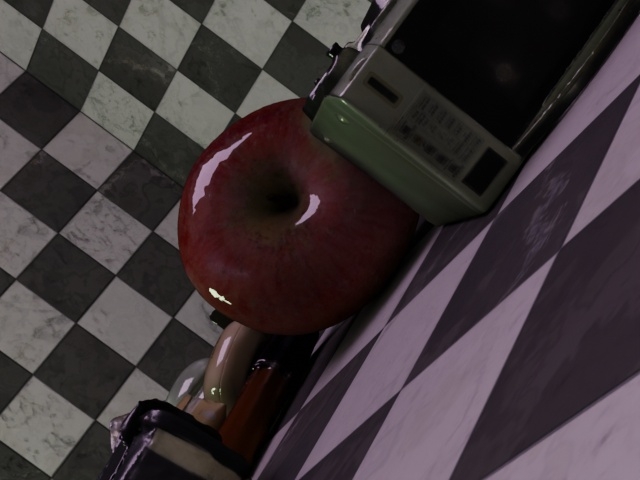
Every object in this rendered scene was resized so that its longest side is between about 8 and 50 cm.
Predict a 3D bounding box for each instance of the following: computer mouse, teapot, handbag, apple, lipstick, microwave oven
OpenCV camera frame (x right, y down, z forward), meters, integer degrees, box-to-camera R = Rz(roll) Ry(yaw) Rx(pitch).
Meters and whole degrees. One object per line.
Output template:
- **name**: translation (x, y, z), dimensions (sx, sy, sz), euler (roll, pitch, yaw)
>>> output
- **computer mouse**: translation (-0.131, 0.214, 1.925), dimensions (0.236, 0.082, 0.145), euler (80, -153, -63)
- **teapot**: translation (-0.197, 0.297, 2.066), dimensions (0.220, 0.149, 0.318), euler (-55, 1, 2)
- **handbag**: translation (-0.174, 0.295, 1.407), dimensions (0.181, 0.181, 0.254), euler (-62, 6, -18)
- **apple**: translation (-0.027, -0.031, 1.698), dimensions (0.345, 0.345, 0.269), euler (-54, -15, -3)
- **lipstick**: translation (-0.087, 0.233, 1.763), dimensions (0.077, 0.077, 0.418), euler (-52, 4, 32)
- **microwave oven**: translation (0.183, -0.248, 1.432), dimensions (0.394, 0.247, 0.333), euler (-54, 4, -5)

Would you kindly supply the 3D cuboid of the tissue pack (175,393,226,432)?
- **tissue pack**: translation (-0.203, 0.344, 1.697), dimensions (0.222, 0.090, 0.186), euler (-60, -19, -64)

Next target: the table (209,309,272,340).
- **table**: translation (-0.064, 0.093, 2.213), dimensions (0.172, 0.169, 0.193), euler (-52, 2, 25)

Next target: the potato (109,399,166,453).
- **potato**: translation (-0.257, 0.415, 2.298), dimensions (0.264, 0.211, 0.189), euler (-23, -40, -3)
